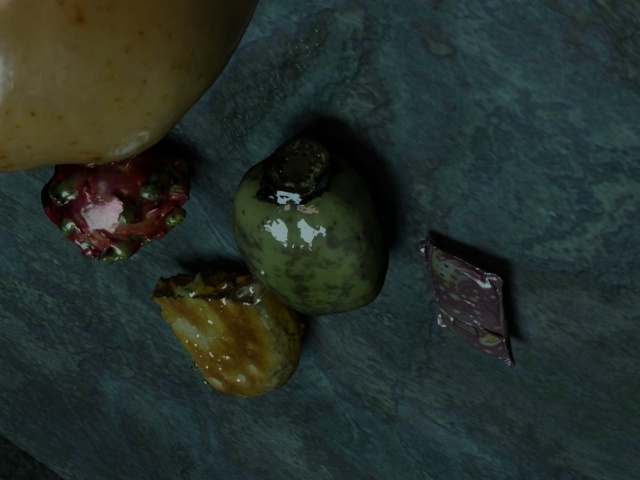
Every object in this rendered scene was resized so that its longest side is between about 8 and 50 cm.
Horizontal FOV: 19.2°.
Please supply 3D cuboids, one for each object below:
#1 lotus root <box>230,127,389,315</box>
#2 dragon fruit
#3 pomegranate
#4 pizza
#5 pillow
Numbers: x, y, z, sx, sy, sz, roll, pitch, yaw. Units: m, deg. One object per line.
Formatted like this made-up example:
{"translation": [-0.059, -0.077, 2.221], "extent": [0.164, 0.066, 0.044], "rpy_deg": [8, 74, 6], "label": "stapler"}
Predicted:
{"translation": [0.000, 0.000, 2.157], "extent": [0.173, 0.173, 0.309], "rpy_deg": [22, 160, 22], "label": "lotus root"}
{"translation": [-0.244, -0.057, 2.319], "extent": [0.172, 0.166, 0.160], "rpy_deg": [-28, 77, 29], "label": "dragon fruit"}
{"translation": [-0.248, -0.251, 1.658], "extent": [0.411, 0.411, 0.411], "rpy_deg": [26, 154, 14], "label": "pomegranate"}
{"translation": [-0.123, 0.106, 2.547], "extent": [0.226, 0.086, 0.335], "rpy_deg": [34, 153, 9], "label": "pizza"}
{"translation": [0.174, 0.070, 2.192], "extent": [0.118, 0.043, 0.185], "rpy_deg": [27, 151, 26], "label": "pillow"}
